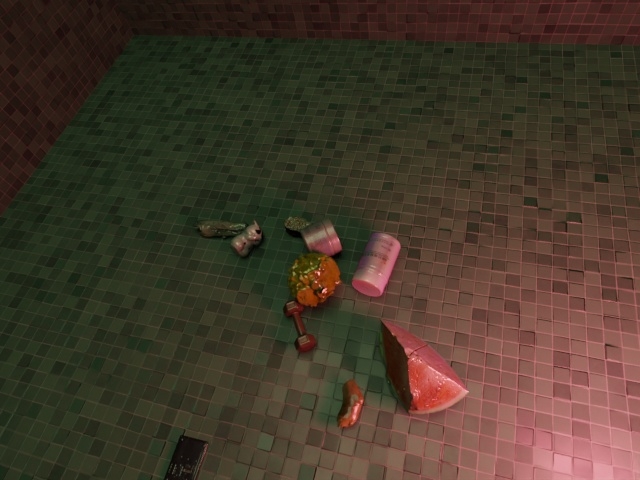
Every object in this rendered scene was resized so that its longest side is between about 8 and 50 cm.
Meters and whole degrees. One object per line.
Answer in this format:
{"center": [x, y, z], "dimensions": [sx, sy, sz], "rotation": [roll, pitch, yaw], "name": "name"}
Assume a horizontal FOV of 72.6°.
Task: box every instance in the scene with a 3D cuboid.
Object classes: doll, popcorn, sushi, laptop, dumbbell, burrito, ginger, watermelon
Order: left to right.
{"center": [-0.527, 0.869, 1.706], "dimensions": [0.129, 0.016, 0.180], "rotation": [8, 59, 14], "name": "laptop"}
{"center": [-0.512, -0.063, 2.251], "dimensions": [0.309, 0.066, 0.096], "rotation": [3, 54, 12], "name": "burrito"}
{"center": [-0.361, -0.003, 2.161], "dimensions": [0.180, 0.110, 0.107], "rotation": [-38, 39, -12], "name": "doll"}
{"center": [-0.107, -0.065, 2.172], "dimensions": [0.150, 0.078, 0.091], "rotation": [18, 63, 21], "name": "sushi"}
{"center": [-0.093, 0.370, 1.897], "dimensions": [0.092, 0.082, 0.231], "rotation": [-21, 57, -2], "name": "dumbbell"}
{"center": [-0.024, 0.170, 1.910], "dimensions": [0.249, 0.249, 0.225], "rotation": [-50, 30, -20], "name": "popcorn"}
{"center": [0.116, 0.639, 1.701], "dimensions": [0.095, 0.069, 0.190], "rotation": [14, 61, 12], "name": "ginger"}
{"center": [0.341, 0.507, 1.682], "dimensions": [0.222, 0.319, 0.292], "rotation": [-57, 20, 8], "name": "watermelon"}

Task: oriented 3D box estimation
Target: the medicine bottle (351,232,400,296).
{"center": [0.249, 0.108, 1.957], "dimensions": [0.152, 0.152, 0.254], "rotation": [16, 62, 19], "name": "medicine bottle"}

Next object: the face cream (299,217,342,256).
{"center": [0.000, 0.000, 2.053], "dimensions": [0.152, 0.177, 0.177], "rotation": [-22, 57, -3], "name": "face cream"}

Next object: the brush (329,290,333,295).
{"center": [0.021, 0.254, 1.986], "dimensions": [0.083, 0.019, 0.021], "rotation": [-37, 50, -13], "name": "brush"}
